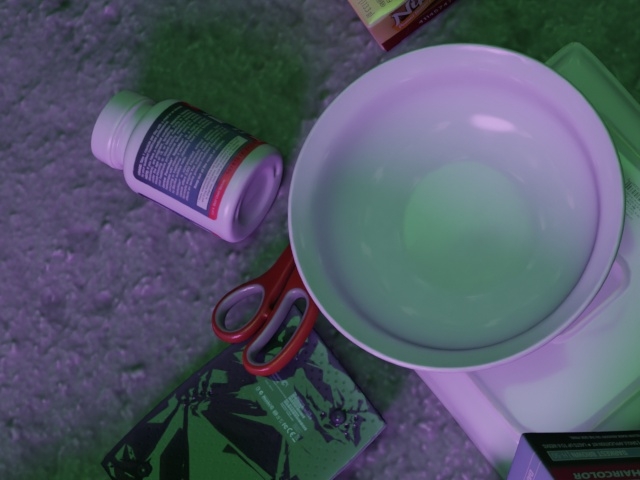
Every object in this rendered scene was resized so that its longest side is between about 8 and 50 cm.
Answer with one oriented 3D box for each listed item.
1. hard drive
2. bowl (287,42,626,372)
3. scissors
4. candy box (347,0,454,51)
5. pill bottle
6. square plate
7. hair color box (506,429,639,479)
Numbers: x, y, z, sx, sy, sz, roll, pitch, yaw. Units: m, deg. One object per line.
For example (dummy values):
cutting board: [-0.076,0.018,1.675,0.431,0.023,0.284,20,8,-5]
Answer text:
hard drive: [-0.074,0.203,1.342,0.254,0.054,0.172,-40,73,3]
bowl: [0.129,-0.020,1.238,0.297,0.134,0.298,-3,78,14]
scissors: [0.000,0.000,1.348,0.109,0.021,0.297,28,77,37]
candy box: [0.050,-0.379,1.398,0.183,0.087,0.316,-34,73,6]
pill bottle: [-0.139,-0.083,1.383,0.180,0.108,0.108,28,88,17]
square plate: [0.229,0.032,1.299,0.344,0.049,0.347,-42,73,5]
hair color box: [0.300,0.302,1.046,0.185,0.374,0.114,1,120,-22]
